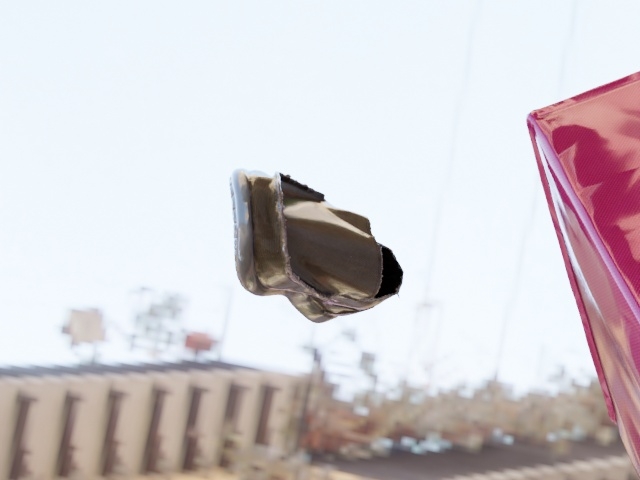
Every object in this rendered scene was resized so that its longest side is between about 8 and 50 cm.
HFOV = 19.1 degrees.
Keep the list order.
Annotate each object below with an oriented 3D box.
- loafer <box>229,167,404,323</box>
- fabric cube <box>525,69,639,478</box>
[{"bbox_3d":[0.000,0.000,1.407,0.251,0.087,0.094,32,-129,-70],"label":"loafer"},{"bbox_3d":[0.286,0.051,0.990,0.258,0.259,0.254,-110,-3,-53],"label":"fabric cube"}]
